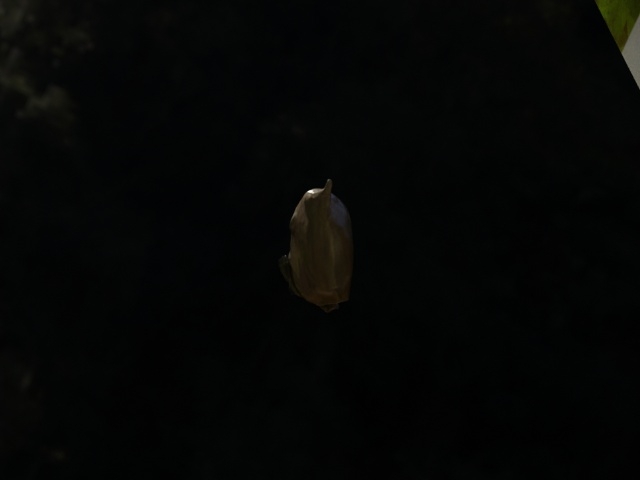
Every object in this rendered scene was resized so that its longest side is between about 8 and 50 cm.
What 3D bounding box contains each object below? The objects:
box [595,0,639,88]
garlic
[{"bbox_3d":[0.356,-0.149,1.511,0.200,0.299,0.106,-16,-23,-14],"label":"box"},{"bbox_3d":[0.005,-0.002,1.945,0.066,0.152,0.084,-14,23,-34],"label":"garlic"}]
